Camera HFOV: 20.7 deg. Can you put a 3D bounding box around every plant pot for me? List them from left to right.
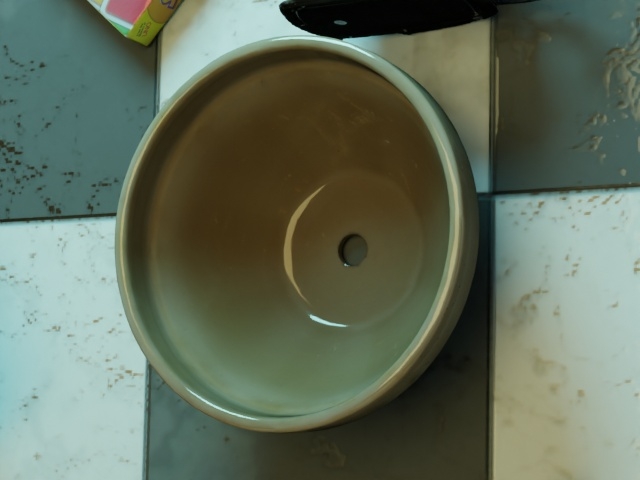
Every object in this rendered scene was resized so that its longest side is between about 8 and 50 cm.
[{"bbox_3d":[0.000,0.000,1.082,0.237,0.109,0.237,-4,82,28],"label":"plant pot"}]

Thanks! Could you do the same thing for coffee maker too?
[{"bbox_3d":[0.057,-0.226,1.094,0.171,0.120,0.178,-2,82,-2],"label":"coffee maker"}]

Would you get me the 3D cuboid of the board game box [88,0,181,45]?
[{"bbox_3d":[-0.088,-0.274,1.210,0.124,0.039,0.259,44,101,25],"label":"board game box"}]
